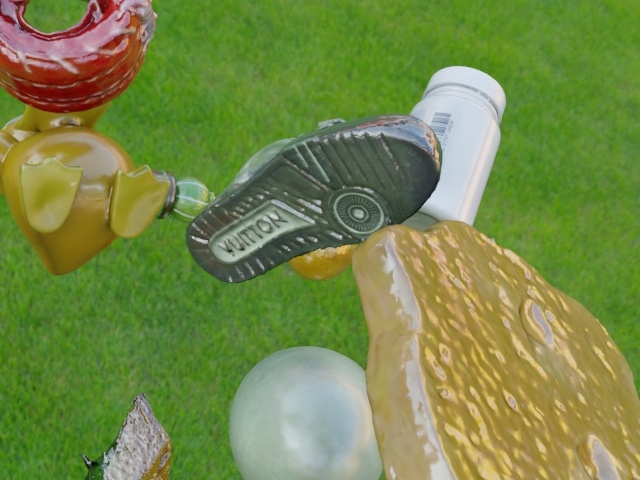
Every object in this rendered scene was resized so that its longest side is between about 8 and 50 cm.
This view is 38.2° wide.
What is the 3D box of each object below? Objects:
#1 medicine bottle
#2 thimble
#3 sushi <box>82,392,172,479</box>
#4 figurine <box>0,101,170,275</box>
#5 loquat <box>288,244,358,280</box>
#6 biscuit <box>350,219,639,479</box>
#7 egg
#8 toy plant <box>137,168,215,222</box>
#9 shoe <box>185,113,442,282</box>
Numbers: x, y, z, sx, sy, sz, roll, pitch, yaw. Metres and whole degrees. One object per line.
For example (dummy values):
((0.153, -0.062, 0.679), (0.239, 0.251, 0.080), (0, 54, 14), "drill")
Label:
((0.130, -0.086, 0.979), (0.103, 0.103, 0.186), (23, 63, -3), "medicine bottle")
((-0.269, -0.223, 0.919), (0.190, 0.125, 0.163), (28, 75, 0), "thimble")
((-0.350, 0.421, 1.625), (0.140, 0.287, 0.149), (24, 28, 33), "sushi")
((-0.292, -0.076, 1.044), (0.215, 0.215, 0.228), (-4, 50, -25), "figurine")
((0.000, 0.000, 1.565), (0.141, 0.141, 0.141), (12, 49, -14), "loquat")
((0.163, 0.151, 0.697), (0.385, 0.062, 0.365), (26, 38, -41), "biscuit")
((-0.018, 0.297, 1.462), (0.259, 0.352, 0.258), (0, 90, -4), "egg")
((-0.277, -0.081, 1.740), (0.162, 0.093, 0.092), (12, 48, -28), "toy plant")
((0.003, -0.064, 0.855), (0.109, 0.293, 0.149), (51, 41, -17), "shoe")
